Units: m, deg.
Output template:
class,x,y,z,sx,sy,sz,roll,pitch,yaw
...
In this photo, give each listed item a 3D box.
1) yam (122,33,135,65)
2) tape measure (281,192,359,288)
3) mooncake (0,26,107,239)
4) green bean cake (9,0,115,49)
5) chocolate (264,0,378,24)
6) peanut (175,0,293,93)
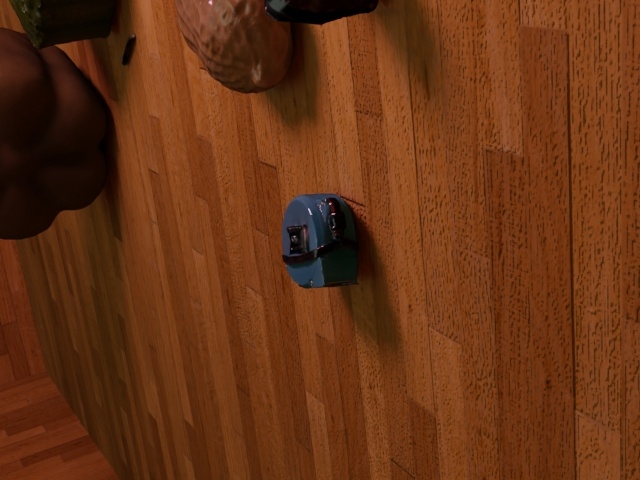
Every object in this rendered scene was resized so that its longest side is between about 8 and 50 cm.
class,x,y,z,sx,sy,sz,roll,pitch,yaw
yam,-0.377,-0.372,1.896,0.014,0.014,0.107,67,154,14
tape measure,0.000,0.000,1.283,0.146,0.081,0.125,-7,88,64
mooncake,-0.707,-0.231,2.165,0.262,0.467,0.467,56,150,40
green bean cake,-0.530,-0.565,1.858,0.335,0.218,0.319,61,152,28
chocolate,0.007,-0.296,1.042,0.125,0.148,0.080,23,136,9
peanut,-0.120,-0.300,1.311,0.233,0.110,0.196,59,151,32
